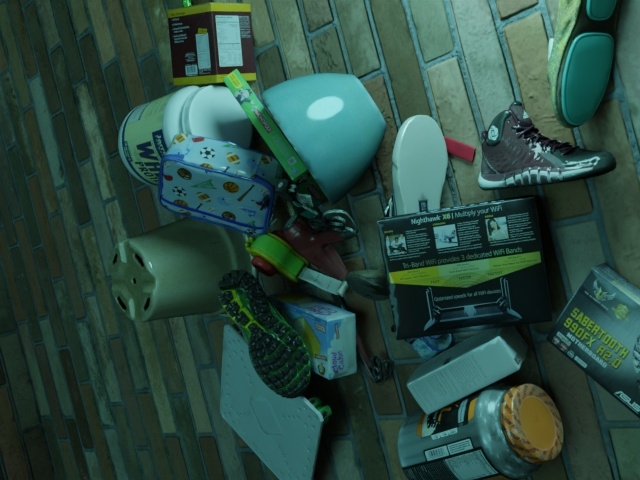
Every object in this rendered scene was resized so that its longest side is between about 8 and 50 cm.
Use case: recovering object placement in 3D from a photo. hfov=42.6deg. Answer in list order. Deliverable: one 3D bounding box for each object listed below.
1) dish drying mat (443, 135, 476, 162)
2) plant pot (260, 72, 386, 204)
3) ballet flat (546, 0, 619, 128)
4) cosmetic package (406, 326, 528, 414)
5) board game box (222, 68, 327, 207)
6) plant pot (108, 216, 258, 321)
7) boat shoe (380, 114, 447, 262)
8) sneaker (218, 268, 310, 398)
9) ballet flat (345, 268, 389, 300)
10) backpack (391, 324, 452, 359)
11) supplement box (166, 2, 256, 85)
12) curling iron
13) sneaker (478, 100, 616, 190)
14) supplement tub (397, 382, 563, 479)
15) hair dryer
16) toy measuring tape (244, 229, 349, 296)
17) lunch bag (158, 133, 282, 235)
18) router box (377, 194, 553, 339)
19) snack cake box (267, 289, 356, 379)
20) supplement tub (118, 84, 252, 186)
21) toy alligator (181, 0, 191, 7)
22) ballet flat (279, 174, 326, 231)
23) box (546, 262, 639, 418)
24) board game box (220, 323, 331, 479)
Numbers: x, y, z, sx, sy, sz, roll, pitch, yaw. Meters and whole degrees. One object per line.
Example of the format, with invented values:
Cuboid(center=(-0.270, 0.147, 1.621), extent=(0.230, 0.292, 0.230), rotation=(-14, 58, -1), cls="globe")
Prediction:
Cuboid(center=(0.286, -0.190, 1.708), extent=(0.083, 0.008, 0.032), rotation=(28, 120, 36), cls="dish drying mat")
Cuboid(center=(0.028, -0.251, 1.795), extent=(0.195, 0.290, 0.290), rotation=(-33, 72, 3), cls="plant pot")
Cuboid(center=(0.453, -0.376, 1.434), extent=(0.123, 0.123, 0.349), rotation=(22, 116, 40), cls="ballet flat")
Cuboid(center=(0.300, 0.258, 1.680), extent=(0.231, 0.117, 0.085), rotation=(-35, 90, 26), cls="cosmetic package")
Cuboid(center=(-0.104, -0.239, 1.952), extent=(0.046, 0.213, 0.317), rotation=(-35, 70, 2), cls="board game box")
Cuboid(center=(-0.394, 0.080, 2.244), extent=(0.333, 0.305, 0.334), rotation=(13, 109, 43), cls="plant pot")
Cuboid(center=(0.184, -0.090, 1.757), extent=(0.158, 0.127, 0.341), rotation=(179, 93, -68), cls="boat shoe")
Cuboid(center=(-0.126, 0.229, 2.025), extent=(0.344, 0.134, 0.146), rotation=(61, 178, 14), cls="sneaker")
Cuboid(center=(0.155, 0.094, 1.883), extent=(0.249, 0.058, 0.084), rotation=(-2, 134, 51), cls="ballet flat")
Cuboid(center=(0.232, 0.196, 1.791), extent=(0.114, 0.105, 0.084), rotation=(49, 128, 10), cls="backpack")
Cuboid(center=(-0.281, -0.502, 2.110), extent=(0.191, 0.129, 0.194), rotation=(8, 105, 44), cls="supplement box")
Cuboid(center=(0.093, 0.226, 1.991), extent=(0.068, 0.035, 0.274), rotation=(-40, 66, 21), cls="curling iron")
Cuboid(center=(0.404, -0.184, 1.526), extent=(0.281, 0.106, 0.163), rotation=(-4, 94, 46), cls="sneaker")
Cuboid(center=(0.325, 0.408, 1.687), extent=(0.316, 0.193, 0.194), rotation=(-32, 77, 44), cls="supplement tub")
Cuboid(center=(0.000, 0.000, 1.877), extent=(0.223, 0.080, 0.293), rotation=(33, 161, 33), cls="hair dryer")
Cuboid(center=(-0.076, 0.050, 2.049), extent=(0.330, 0.121, 0.121), rotation=(22, 115, 37), cls="toy measuring tape")
Cuboid(center=(-0.241, -0.126, 2.007), extent=(0.303, 0.115, 0.243), rotation=(18, 141, -2), cls="lunch bag")
Cuboid(center=(0.282, 0.053, 1.612), extent=(0.308, 0.081, 0.243), rotation=(-8, 95, 11), cls="router box")
Cuboid(center=(-0.024, 0.229, 2.038), extent=(0.264, 0.089, 0.152), rotation=(16, 110, 52), cls="snack cake box")
Cuboid(center=(-0.357, -0.276, 2.167), extent=(0.324, 0.235, 0.236), rotation=(-8, 94, 46), cls="supplement tub")
Cuboid(center=(-0.357, -0.614, 2.218), extent=(0.051, 0.056, 0.190), rotation=(-142, 42, -84), cls="toy alligator")
Cuboid(center=(-0.044, -0.067, 2.041), extent=(0.206, 0.073, 0.067), rotation=(65, 160, 16), cls="ballet flat")
Cuboid(center=(0.553, 0.183, 1.500), extent=(0.231, 0.056, 0.183), rotation=(43, 128, 29), cls="box")
Cuboid(center=(-0.130, 0.459, 2.198), extent=(0.390, 0.050, 0.390), rotation=(39, 139, 31), cls="board game box")
